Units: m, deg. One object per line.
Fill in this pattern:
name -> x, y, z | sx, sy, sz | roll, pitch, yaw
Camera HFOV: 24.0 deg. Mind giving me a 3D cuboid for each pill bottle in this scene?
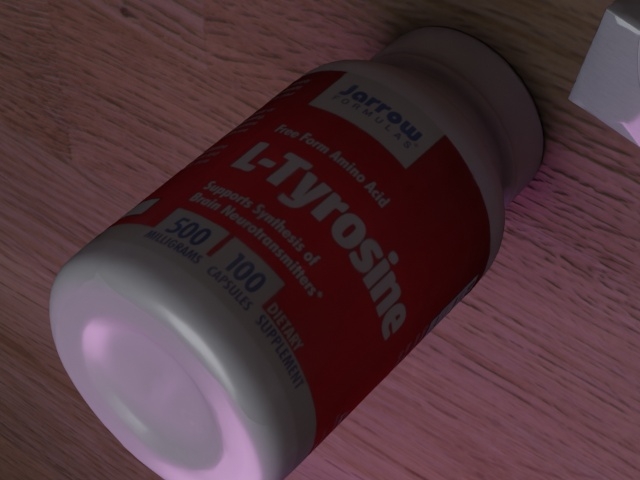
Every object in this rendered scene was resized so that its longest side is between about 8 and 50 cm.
pill bottle -> 0.000, 0.000, 1.207 | 0.229, 0.408, 0.229 | 28, 141, 26

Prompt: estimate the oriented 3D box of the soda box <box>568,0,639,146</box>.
soda box -> 0.323, -0.076, 1.058 | 0.286, 0.091, 0.098 | 37, 144, 16
